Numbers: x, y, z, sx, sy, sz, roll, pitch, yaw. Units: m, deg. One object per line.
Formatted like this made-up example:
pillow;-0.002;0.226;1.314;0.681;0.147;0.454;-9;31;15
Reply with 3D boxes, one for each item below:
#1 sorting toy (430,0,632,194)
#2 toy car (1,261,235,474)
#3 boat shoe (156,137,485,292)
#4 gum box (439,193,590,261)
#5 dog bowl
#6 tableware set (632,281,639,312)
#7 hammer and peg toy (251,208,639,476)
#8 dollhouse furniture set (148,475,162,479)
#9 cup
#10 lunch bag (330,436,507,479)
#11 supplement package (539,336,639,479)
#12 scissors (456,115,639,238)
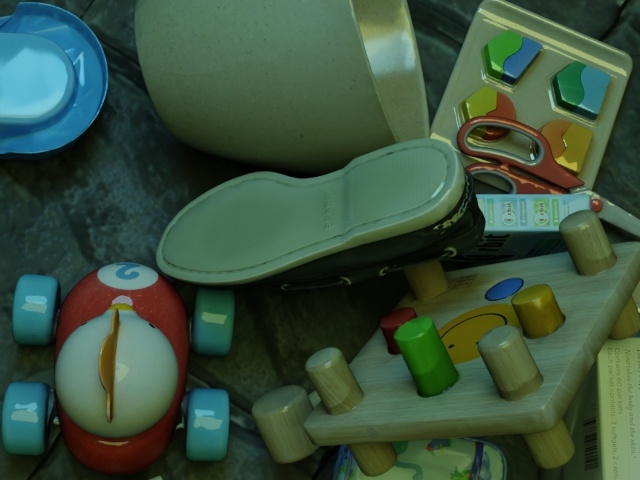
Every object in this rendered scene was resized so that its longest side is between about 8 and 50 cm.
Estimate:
sorting toy;0.237;-0.153;1.394;0.193;0.038;0.208;23;74;-1
toy car;-0.188;0.108;1.167;0.219;0.238;0.210;4;75;-7
boat shoe;0.001;-0.004;1.186;0.340;0.113;0.127;-17;50;28
gum box;0.168;-0.011;1.277;0.184;0.157;0.041;-1;78;-1
dog bowl;-0.370;-0.160;1.298;0.297;0.074;0.166;1;76;-7
tableware set;0.408;0.050;1.374;0.168;0.020;0.141;42;74;4
hammer and peg toy;0.101;0.094;1.148;0.266;0.361;0.127;-46;116;-44
dollhouse furniture set;-0.149;0.411;1.129;0.303;0.174;0.356;-21;79;-12
cup;-0.046;-0.205;1.253;0.236;0.331;0.331;-12;76;14
lunch bag;0.089;0.287;1.238;0.176;0.090;0.219;17;75;-6
supplement package;0.370;0.210;1.235;0.262;0.198;0.199;2;75;-7
scissors;0.286;-0.055;1.352;0.297;0.021;0.109;15;102;2
